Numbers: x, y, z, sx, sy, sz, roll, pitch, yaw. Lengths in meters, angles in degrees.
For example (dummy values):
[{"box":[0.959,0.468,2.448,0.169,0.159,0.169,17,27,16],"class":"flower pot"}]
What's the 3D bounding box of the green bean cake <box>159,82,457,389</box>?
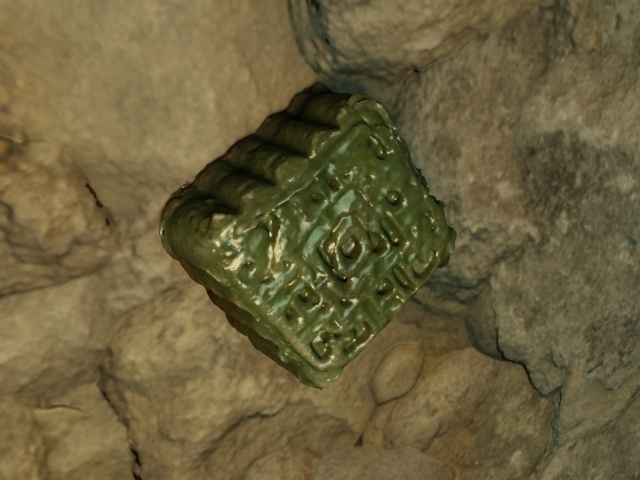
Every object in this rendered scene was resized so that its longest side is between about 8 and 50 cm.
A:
[{"box":[0.000,0.000,0.476,0.181,0.094,0.173,-42,123,-13],"class":"green bean cake"}]
